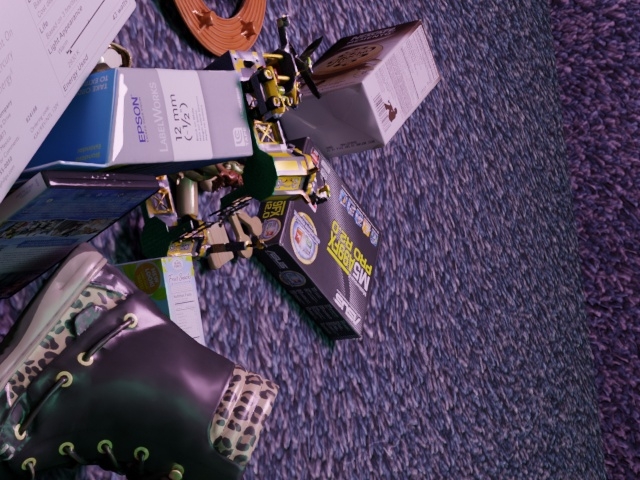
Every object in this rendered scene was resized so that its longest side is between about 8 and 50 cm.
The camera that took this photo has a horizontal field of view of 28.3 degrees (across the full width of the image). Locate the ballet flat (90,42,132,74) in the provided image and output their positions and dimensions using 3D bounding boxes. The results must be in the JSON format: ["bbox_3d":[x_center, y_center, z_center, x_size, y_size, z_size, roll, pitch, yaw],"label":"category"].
[{"bbox_3d":[-0.306,-0.221,1.565,0.206,0.067,0.073,-25,104,-59],"label":"ballet flat"}]

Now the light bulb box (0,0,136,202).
[{"bbox_3d":[-0.386,-0.269,1.194,0.358,0.225,0.361,-67,151,-41],"label":"light bulb box"}]

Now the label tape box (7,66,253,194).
[{"bbox_3d":[-0.274,-0.117,1.406,0.348,0.249,0.115,-7,88,-61],"label":"label tape box"}]

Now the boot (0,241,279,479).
[{"bbox_3d":[-0.234,0.220,1.321,0.284,0.138,0.377,33,60,-8],"label":"boot"}]

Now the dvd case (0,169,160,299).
[{"bbox_3d":[-0.308,0.000,1.319,0.180,0.253,0.022,-3,63,-61],"label":"dvd case"}]

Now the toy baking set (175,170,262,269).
[{"bbox_3d":[-0.150,-0.082,1.841,0.197,0.030,0.256,8,75,-62],"label":"toy baking set"}]

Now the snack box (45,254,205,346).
[{"bbox_3d":[-0.223,0.130,1.497,0.070,0.174,0.207,-9,90,-63],"label":"snack box"}]

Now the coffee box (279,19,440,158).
[{"bbox_3d":[0.068,-0.253,2.128,0.297,0.168,0.119,-52,126,-54],"label":"coffee box"}]

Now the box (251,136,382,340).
[{"bbox_3d":[0.000,0.000,2.041,0.270,0.060,0.216,51,40,-41],"label":"box"}]

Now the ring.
[{"bbox_3d":[-0.152,-0.442,1.903,0.336,0.032,0.336,-7,90,-67],"label":"ring"}]

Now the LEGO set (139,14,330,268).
[{"bbox_3d":[-0.096,-0.111,1.647,0.192,0.331,0.255,-4,65,-45],"label":"LEGO set"}]
